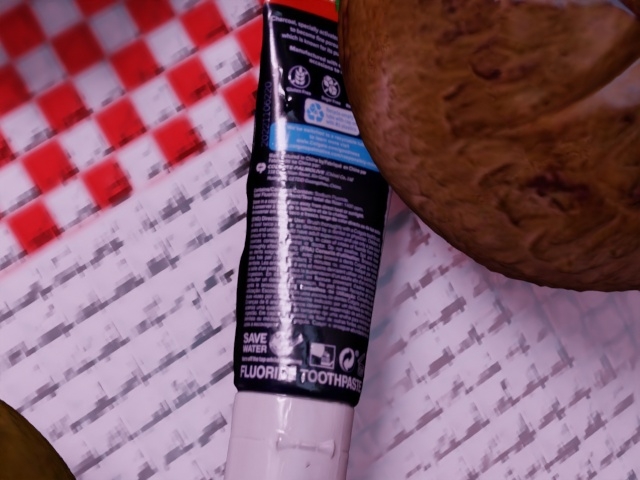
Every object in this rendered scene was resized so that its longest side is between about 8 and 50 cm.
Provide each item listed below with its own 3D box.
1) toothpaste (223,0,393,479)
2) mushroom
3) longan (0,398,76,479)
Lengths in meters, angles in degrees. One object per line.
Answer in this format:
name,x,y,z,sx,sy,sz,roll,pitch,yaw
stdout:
toothpaste,0.000,0.000,0.586,0.071,0.045,0.193,11,80,-31
mushroom,0.117,-0.101,0.580,0.253,0.153,0.253,-2,94,-33
longan,-0.137,0.098,0.456,0.145,0.176,0.155,60,41,-15
